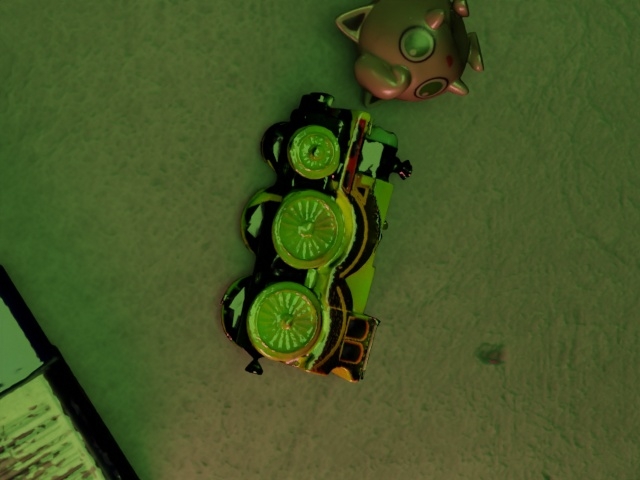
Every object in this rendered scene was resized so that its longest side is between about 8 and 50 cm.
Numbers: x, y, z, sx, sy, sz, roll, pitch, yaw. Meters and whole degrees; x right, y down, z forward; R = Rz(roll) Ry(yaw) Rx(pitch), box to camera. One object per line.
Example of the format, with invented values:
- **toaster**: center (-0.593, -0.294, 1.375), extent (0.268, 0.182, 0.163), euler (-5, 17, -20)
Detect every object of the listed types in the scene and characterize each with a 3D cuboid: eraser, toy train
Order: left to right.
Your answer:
- **eraser**: center (-0.297, 0.201, 1.483), extent (0.155, 0.101, 0.332), euler (-31, 100, -8)
- **toy train**: center (0.000, 0.000, 1.539), extent (0.160, 0.100, 0.296), euler (13, 91, -22)

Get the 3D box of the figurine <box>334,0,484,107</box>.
- **figurine**: center (0.094, -0.199, 1.530), extent (0.138, 0.125, 0.125), euler (-16, 99, 4)
